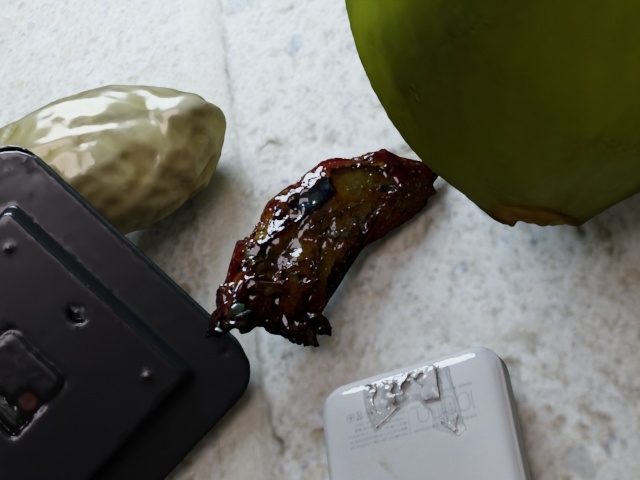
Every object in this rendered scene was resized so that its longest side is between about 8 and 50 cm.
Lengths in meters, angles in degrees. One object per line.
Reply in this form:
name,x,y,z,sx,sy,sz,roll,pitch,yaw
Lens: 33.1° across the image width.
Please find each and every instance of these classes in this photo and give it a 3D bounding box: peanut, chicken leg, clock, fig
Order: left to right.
clock,-0.235,0.106,0.833,0.279,0.049,0.273,42,86,0
peanut,-0.232,-0.043,0.946,0.325,0.153,0.140,-20,58,3
chicken leg,0.000,0.000,0.850,0.105,0.063,0.234,38,71,2
fig,0.170,-0.182,0.734,0.344,0.343,0.343,-12,58,20

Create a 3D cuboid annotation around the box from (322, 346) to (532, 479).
box,0.079,0.214,0.713,0.142,0.044,0.285,-18,57,18
